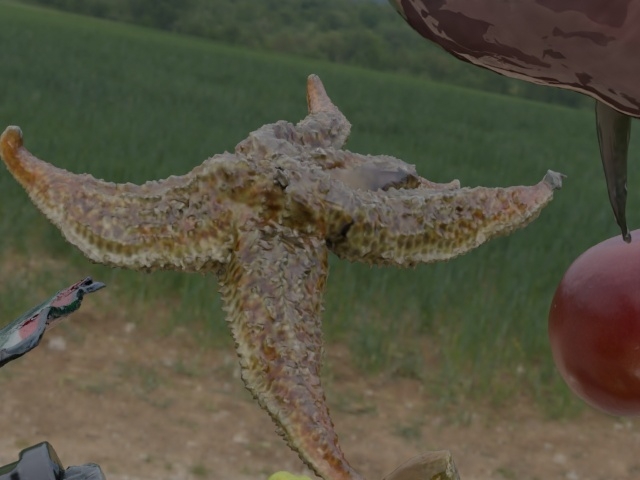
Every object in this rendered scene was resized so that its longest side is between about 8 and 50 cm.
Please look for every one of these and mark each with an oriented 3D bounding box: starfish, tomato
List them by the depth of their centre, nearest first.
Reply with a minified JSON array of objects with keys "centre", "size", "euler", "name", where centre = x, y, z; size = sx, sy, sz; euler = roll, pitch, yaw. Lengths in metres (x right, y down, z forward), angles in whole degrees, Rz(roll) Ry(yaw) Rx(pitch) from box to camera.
[{"centre":[0.013,-0.016,0.764],"size":[0.301,0.084,0.293],"euler":[36,40,28],"name":"starfish"},{"centre":[0.270,0.057,0.964],"size":[0.195,0.136,0.195],"euler":[-15,5,1],"name":"tomato"}]

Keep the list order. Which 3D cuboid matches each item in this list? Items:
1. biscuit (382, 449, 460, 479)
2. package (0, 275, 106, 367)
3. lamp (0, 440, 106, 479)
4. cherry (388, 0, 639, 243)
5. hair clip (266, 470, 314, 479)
[{"centre":[0.101,0.328,1.000],"size":[0.154,0.299,0.045],"euler":[-35,-25,26],"name":"biscuit"},{"centre":[-0.227,0.088,0.667],"size":[0.232,0.040,0.166],"euler":[-33,8,8],"name":"package"},{"centre":[-0.230,0.270,0.831],"size":[0.272,0.374,0.205],"euler":[-1,-3,-10],"name":"lamp"},{"centre":[0.131,-0.135,0.440],"size":[0.236,0.285,0.213],"euler":[-2,24,-25],"name":"cherry"},{"centre":[0.019,0.276,1.194],"size":[0.173,0.046,0.072],"euler":[37,14,12],"name":"hair clip"}]
